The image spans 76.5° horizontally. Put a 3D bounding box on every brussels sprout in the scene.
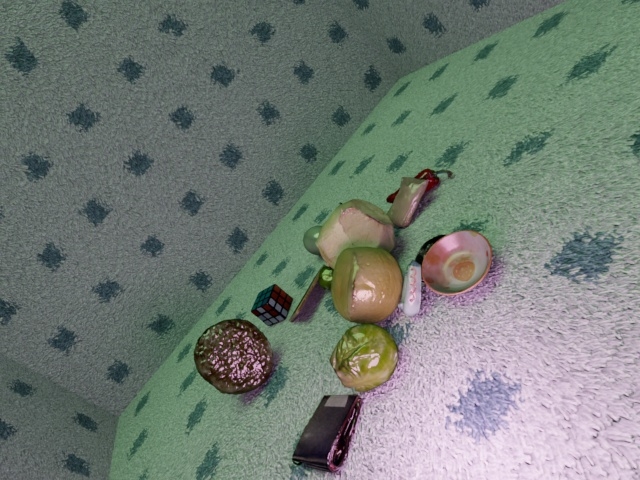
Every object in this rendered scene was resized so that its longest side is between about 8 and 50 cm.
[{"bbox_3d":[0.156,0.408,1.427,0.244,0.244,0.244,-40,22,20],"label":"brussels sprout"}]

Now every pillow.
[{"bbox_3d":[0.425,-0.198,2.033,0.173,0.067,0.270,37,109,51],"label":"pillow"}]

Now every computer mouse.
[{"bbox_3d":[0.451,0.060,1.603,0.137,0.096,0.233,-14,38,55],"label":"computer mouse"}]

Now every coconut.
[{"bbox_3d":[0.164,0.006,1.938,0.346,0.347,0.360,-91,26,-61],"label":"coconut"}]

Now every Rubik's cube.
[{"bbox_3d":[-0.282,0.379,2.378,0.162,0.163,0.160,-28,28,34],"label":"Rubik's cube"}]

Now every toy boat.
[{"bbox_3d":[0.333,0.180,1.529,0.134,0.079,0.207,85,-170,-78],"label":"toy boat"}]

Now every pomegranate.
[{"bbox_3d":[0.048,0.188,2.121,0.143,0.122,0.169,-53,22,-7],"label":"pomegranate"}]

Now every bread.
[{"bbox_3d":[0.186,0.181,1.665,0.320,0.238,0.320,-47,35,50],"label":"bread"}]

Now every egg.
[{"bbox_3d":[0.000,0.000,2.464,0.182,0.183,0.264,-55,26,-19],"label":"egg"}]

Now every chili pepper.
[{"bbox_3d":[0.496,-0.282,2.105,0.388,0.110,0.110,-31,27,36],"label":"chili pepper"}]

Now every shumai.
[{"bbox_3d":[-0.437,0.608,2.112,0.395,0.395,0.348,-56,-4,-19],"label":"shumai"}]

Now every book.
[{"bbox_3d":[-0.073,0.289,2.209,0.310,0.021,0.217,-58,0,-27],"label":"book"}]

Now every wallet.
[{"bbox_3d":[0.028,0.664,1.419,0.221,0.071,0.262,-30,23,49],"label":"wallet"}]

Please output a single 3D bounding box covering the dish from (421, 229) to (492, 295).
[{"bbox_3d":[0.495,0.093,1.440,0.260,0.085,0.260,-31,39,28],"label":"dish"}]

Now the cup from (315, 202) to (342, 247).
[{"bbox_3d":[0.121,-0.034,2.233,0.274,0.253,0.253,-51,20,9],"label":"cup"}]
